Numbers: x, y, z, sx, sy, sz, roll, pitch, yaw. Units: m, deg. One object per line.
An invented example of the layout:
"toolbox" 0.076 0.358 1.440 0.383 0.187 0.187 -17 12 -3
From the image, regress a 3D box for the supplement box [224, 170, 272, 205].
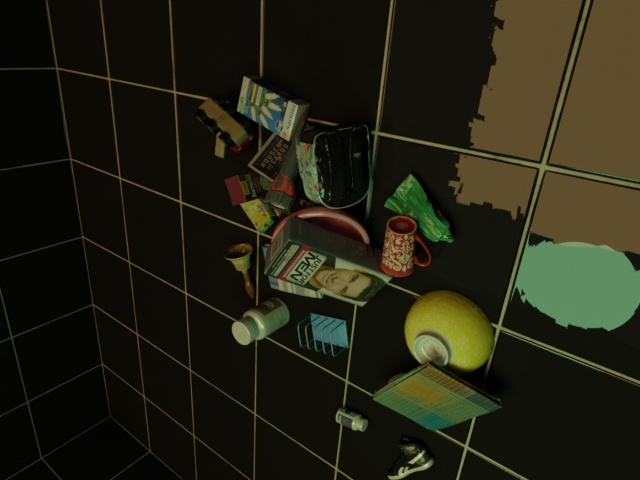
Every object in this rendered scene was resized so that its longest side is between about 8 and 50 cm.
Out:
"supplement box" -0.251 -0.204 1.732 0.081 0.188 0.104 -10 101 40

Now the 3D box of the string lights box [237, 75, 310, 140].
"string lights box" -0.167 -0.468 1.637 0.260 0.077 0.133 34 125 24

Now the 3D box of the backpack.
"backpack" 0.043 -0.232 1.469 0.191 0.225 0.253 19 123 58

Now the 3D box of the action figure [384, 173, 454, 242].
"action figure" 0.317 -0.076 1.412 0.232 0.064 0.137 49 128 18

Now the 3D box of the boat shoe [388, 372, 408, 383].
"boat shoe" 0.320 0.516 1.632 0.226 0.076 0.083 -21 93 42

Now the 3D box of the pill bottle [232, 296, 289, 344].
"pill bottle" -0.246 0.332 1.909 0.131 0.229 0.131 15 115 34

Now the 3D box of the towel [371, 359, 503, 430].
"towel" 0.364 0.513 1.510 0.272 0.040 0.370 30 141 -4

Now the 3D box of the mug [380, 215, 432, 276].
"mug" 0.264 0.012 1.441 0.113 0.151 0.169 -103 7 -48

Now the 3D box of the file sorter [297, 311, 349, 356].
"file sorter" 0.009 0.365 1.804 0.171 0.105 0.118 6 110 38

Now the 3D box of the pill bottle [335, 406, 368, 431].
"pill bottle" 0.127 0.723 1.872 0.120 0.067 0.066 10 113 36

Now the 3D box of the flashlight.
"flashlight" -0.088 -0.239 1.550 0.103 0.303 0.103 26 165 -17

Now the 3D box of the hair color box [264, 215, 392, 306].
"hair color box" 0.026 0.076 1.524 0.375 0.113 0.185 20 132 -21

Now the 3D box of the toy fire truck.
"toy fire truck" -0.360 -0.404 1.796 0.217 0.246 0.158 43 85 16

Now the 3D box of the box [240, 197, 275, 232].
"box" -0.251 -0.125 1.862 0.105 0.043 0.179 -40 78 40

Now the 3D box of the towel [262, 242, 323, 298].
"towel" -0.110 0.116 1.850 0.285 0.034 0.209 6 113 39

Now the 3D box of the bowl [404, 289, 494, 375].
"bowl" 0.376 0.317 1.458 0.290 0.156 0.289 15 117 33

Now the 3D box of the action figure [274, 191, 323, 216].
"action figure" -0.066 -0.099 1.661 0.164 0.141 0.275 20 121 37

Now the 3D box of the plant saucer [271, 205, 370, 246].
"plant saucer" 0.000 0.000 1.585 0.333 0.084 0.332 -1 137 -1

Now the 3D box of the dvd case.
"dvd case" -0.118 -0.272 1.636 0.239 0.029 0.179 36 85 22

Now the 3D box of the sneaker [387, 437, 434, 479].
"sneaker" 0.315 0.815 1.759 0.217 0.079 0.121 -40 77 32

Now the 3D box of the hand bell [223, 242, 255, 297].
"hand bell" -0.320 0.146 2.003 0.126 0.126 0.241 10 126 36
